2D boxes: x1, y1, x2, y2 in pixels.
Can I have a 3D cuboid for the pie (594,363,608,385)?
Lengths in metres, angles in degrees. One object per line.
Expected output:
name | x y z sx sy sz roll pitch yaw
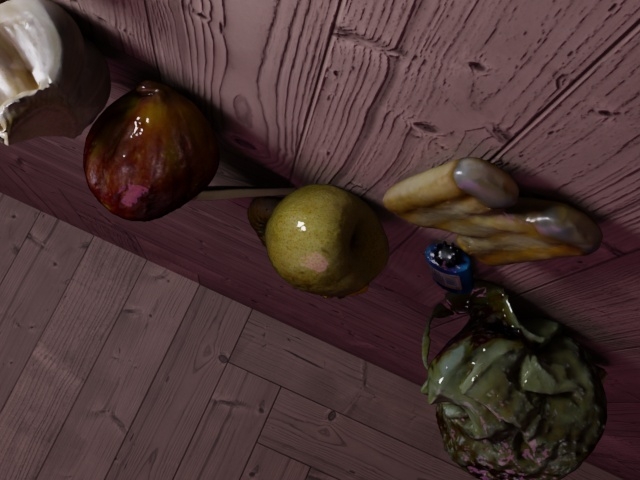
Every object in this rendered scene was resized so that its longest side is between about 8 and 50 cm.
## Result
pie | 0.531 0.320 1.774 0.178 0.205 0.084 6 119 41

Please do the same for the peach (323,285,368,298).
peach | 0.051 0.070 1.785 0.151 0.118 0.151 19 138 19

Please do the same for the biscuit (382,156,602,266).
biscuit | 0.238 -0.036 1.159 0.236 0.062 0.290 27 166 -12

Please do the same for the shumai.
shumai | 0.338 0.287 1.597 0.395 0.395 0.348 10 162 47

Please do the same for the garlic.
garlic | -0.449 -0.252 1.204 0.292 0.237 0.210 55 171 28

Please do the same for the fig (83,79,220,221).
fig | -0.282 -0.144 1.336 0.224 0.224 0.263 28 160 -16

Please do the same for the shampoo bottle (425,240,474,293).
shampoo bottle | 0.242 0.050 1.502 0.087 0.050 0.183 22 167 20

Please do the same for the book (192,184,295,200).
book | -0.224 -0.096 1.591 0.216 0.021 0.310 -6 -173 -36

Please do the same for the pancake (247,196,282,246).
pancake | -0.070 -0.025 1.755 0.197 0.054 0.376 27 167 -12

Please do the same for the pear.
pear | 0.000 0.000 1.434 0.211 0.188 0.228 0 153 44

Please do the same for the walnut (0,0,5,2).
walnut | -0.422 -0.345 0.965 0.166 0.149 0.166 6 -173 -1
